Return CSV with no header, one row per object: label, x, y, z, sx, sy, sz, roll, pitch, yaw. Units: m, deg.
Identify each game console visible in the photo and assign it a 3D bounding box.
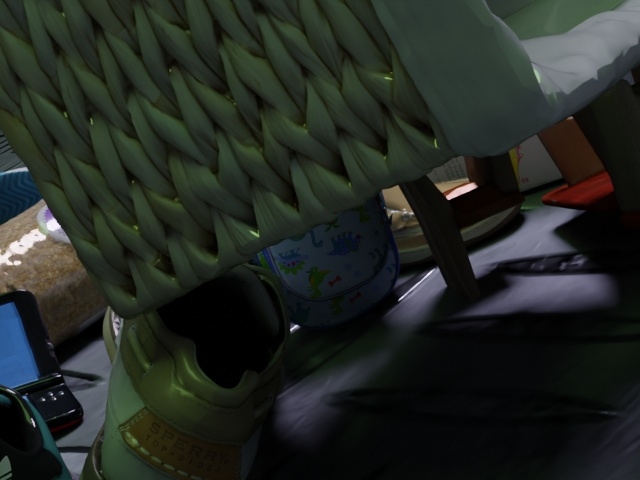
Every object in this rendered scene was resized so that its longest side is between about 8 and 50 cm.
game console,-0.259,0.102,0.967,0.144,0.085,0.124,-18,13,-17

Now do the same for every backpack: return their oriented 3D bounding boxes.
backpack,0.000,0.000,0.901,0.105,0.114,0.084,-22,18,-4

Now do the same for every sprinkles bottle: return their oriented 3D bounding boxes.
sprinkles bottle,-0.218,0.016,1.168,0.121,0.121,0.355,-8,22,46

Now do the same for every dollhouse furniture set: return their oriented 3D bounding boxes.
dollhouse furniture set,0.194,-0.037,0.784,0.262,0.135,0.259,-25,4,-1

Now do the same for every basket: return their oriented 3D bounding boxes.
basket,-0.009,-0.180,0.682,0.266,0.331,0.328,-30,3,35

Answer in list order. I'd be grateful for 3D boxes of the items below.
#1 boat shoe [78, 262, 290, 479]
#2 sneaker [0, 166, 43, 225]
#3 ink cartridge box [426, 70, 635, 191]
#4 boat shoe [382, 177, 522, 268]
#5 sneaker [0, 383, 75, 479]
boat shoe,-0.063,0.056,0.765,0.103,0.113,0.302,-62,14,20
sneaker,-0.322,-0.018,1.290,0.229,0.087,0.092,-20,14,9
ink cartridge box,0.145,-0.113,1.033,0.176,0.127,0.128,-20,17,21
boat shoe,0.049,-0.019,0.969,0.190,0.072,0.068,-19,16,17
sneaker,-0.200,0.129,0.764,0.108,0.121,0.302,-31,16,-22
